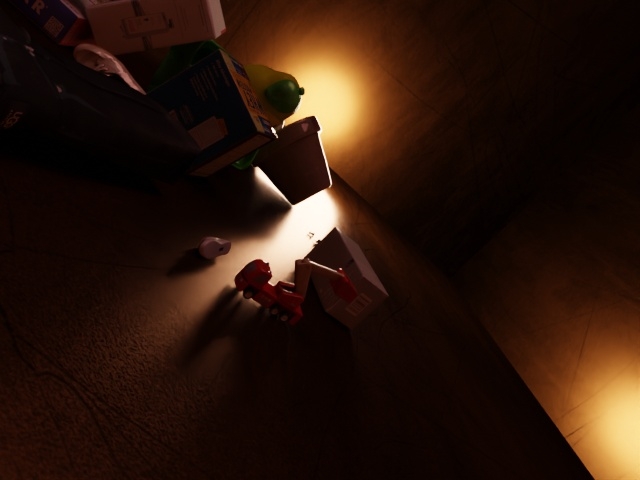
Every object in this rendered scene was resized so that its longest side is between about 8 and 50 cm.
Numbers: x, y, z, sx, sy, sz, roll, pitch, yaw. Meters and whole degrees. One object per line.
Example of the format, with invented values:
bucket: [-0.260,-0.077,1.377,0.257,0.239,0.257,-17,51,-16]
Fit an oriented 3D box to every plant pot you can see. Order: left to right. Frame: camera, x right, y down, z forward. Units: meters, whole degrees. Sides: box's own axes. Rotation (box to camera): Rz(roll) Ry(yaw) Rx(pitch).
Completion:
plant pot: [-0.077,-0.247,1.780,0.229,0.263,0.263,61,11,-4]

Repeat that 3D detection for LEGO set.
LEGO set: [-0.002,-0.001,1.656,0.083,0.023,0.054,47,12,11]

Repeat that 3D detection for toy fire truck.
toy fire truck: [-0.042,0.079,0.973,0.192,0.135,0.047,38,13,-29]

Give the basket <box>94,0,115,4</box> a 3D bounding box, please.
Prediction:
basket: [-0.607,-0.760,1.689,0.289,0.201,0.255,6,28,-19]

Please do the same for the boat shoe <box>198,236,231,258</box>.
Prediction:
boat shoe: [-0.194,0.009,0.962,0.035,0.035,0.100,19,10,15]

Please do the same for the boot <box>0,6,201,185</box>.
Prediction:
boot: [-0.419,-0.273,0.852,0.367,0.146,0.445,58,18,13]

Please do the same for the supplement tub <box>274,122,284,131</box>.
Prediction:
supplement tub: [-0.249,-0.497,2.067,0.207,0.207,0.338,40,13,-23]

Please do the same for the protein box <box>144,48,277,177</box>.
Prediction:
protein box: [-0.242,-0.277,1.228,0.200,0.201,0.136,64,13,3]

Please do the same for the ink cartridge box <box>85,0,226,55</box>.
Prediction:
ink cartridge box: [-0.392,-0.542,1.337,0.207,0.283,0.117,-94,175,-63]

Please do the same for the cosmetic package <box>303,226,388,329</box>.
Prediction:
cosmetic package: [0.054,0.085,1.307,0.107,0.127,0.238,38,12,-33]

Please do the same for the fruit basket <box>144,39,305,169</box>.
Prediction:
fruit basket: [-0.226,-0.356,1.462,0.392,0.283,0.392,32,4,-2]

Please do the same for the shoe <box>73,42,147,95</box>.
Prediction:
shoe: [-0.446,-0.345,1.197,0.219,0.076,0.058,43,7,-20]

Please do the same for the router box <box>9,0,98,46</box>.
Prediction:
router box: [-0.681,-0.617,1.319,0.335,0.082,0.301,42,12,-11]
